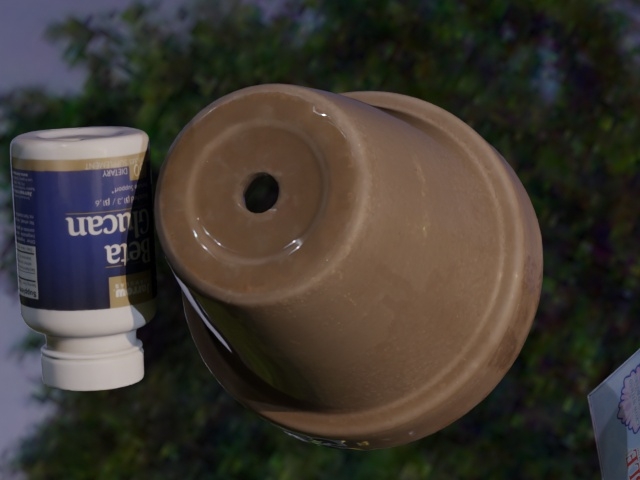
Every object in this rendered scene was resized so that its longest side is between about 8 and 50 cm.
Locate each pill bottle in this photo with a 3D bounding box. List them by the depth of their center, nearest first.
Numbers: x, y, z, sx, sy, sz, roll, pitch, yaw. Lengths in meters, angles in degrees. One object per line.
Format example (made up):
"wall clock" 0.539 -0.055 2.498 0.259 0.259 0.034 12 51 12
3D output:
"pill bottle" -0.157 0.012 1.334 0.094 0.094 0.169 6 -77 41

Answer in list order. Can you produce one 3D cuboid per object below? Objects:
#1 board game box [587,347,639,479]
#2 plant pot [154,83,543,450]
"board game box" 0.327 0.156 1.406 0.066 0.318 0.318 21 -47 -24
"plant pot" 0.000 0.000 1.353 0.263 0.263 0.229 19 -7 23
